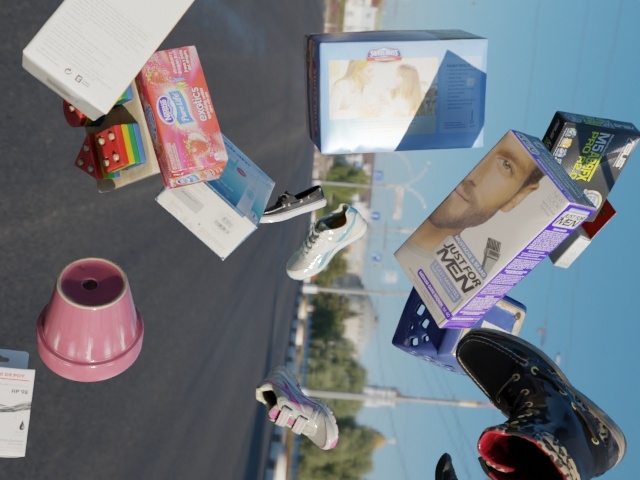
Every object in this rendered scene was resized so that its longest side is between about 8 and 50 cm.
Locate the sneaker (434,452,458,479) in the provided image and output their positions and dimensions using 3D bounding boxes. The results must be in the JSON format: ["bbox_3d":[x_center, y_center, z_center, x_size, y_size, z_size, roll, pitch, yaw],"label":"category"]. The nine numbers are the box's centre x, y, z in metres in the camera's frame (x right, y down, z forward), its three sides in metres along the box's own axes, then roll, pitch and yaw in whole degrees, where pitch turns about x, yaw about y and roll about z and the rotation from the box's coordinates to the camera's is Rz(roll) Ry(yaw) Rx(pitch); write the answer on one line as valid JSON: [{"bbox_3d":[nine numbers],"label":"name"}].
[{"bbox_3d":[0.338,0.633,2.171,0.051,0.089,0.170,-53,-168,40],"label":"sneaker"}]

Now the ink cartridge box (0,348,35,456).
[{"bbox_3d":[-0.537,0.264,1.403,0.060,0.104,0.180,-25,-121,55],"label":"ink cartridge box"}]

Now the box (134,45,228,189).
[{"bbox_3d":[-0.286,-0.249,1.726,0.128,0.123,0.256,141,-66,-69],"label":"box"}]

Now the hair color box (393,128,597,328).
[{"bbox_3d":[0.304,-0.013,1.534,0.339,0.110,0.185,-49,-125,28],"label":"hair color box"}]

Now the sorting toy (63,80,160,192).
[{"bbox_3d":[-0.489,-0.252,1.929,0.256,0.089,0.257,-12,-89,47],"label":"sorting toy"}]

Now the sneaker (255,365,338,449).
[{"bbox_3d":[-0.066,0.418,2.045,0.111,0.252,0.103,-21,140,-45],"label":"sneaker"}]

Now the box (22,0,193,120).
[{"bbox_3d":[-0.357,-0.402,1.511,0.345,0.168,0.215,-55,-161,-7],"label":"box"}]

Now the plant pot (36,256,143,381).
[{"bbox_3d":[-0.435,0.138,1.612,0.201,0.202,0.180,-85,-171,-45],"label":"plant pot"}]

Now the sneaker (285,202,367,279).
[{"bbox_3d":[0.000,0.000,2.033,0.092,0.229,0.087,47,2,-46],"label":"sneaker"}]

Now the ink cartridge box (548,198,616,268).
[{"bbox_3d":[0.759,-0.091,2.619,0.239,0.060,0.275,-57,-147,32],"label":"ink cartridge box"}]

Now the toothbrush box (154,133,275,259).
[{"bbox_3d":[-0.244,-0.119,2.033,0.126,0.216,0.295,-42,-167,20],"label":"toothbrush box"}]

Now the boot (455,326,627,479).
[{"bbox_3d":[0.368,0.324,1.575,0.284,0.377,0.138,-16,143,-55],"label":"boot"}]

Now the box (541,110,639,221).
[{"bbox_3d":[0.628,-0.178,2.087,0.060,0.216,0.270,-104,-153,-50],"label":"box"}]

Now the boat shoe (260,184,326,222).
[{"bbox_3d":[-0.087,-0.112,2.492,0.080,0.229,0.076,18,-57,63],"label":"boat shoe"}]

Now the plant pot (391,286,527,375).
[{"bbox_3d":[0.353,0.208,2.082,0.212,0.236,0.235,12,-102,61],"label":"plant pot"}]

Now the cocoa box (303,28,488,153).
[{"bbox_3d":[0.150,-0.317,1.774,0.228,0.347,0.231,-115,-157,-70],"label":"cocoa box"}]
